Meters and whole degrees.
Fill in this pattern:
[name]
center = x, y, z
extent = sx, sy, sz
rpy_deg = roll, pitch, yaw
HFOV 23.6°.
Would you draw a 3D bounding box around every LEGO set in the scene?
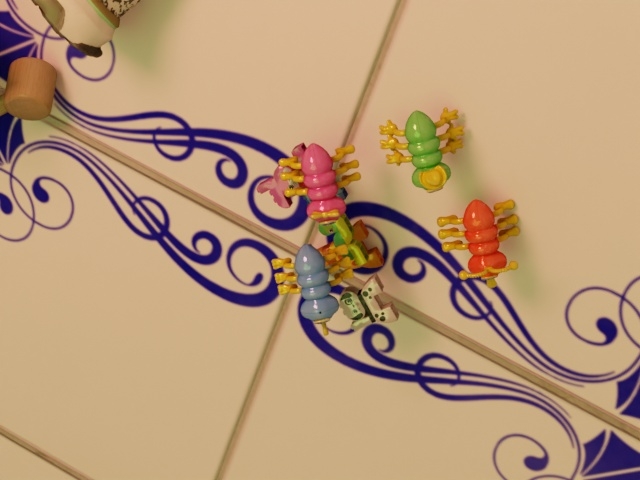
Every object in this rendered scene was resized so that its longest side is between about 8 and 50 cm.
[LEGO set]
center = 0.000, 0.000, 1.752
extent = 0.093, 0.087, 0.227
rpy_deg = -26, 102, 17

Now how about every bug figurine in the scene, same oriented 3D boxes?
[bug figurine]
center = 0.072, -0.022, 1.658
extent = 0.279, 0.072, 0.216
rpy_deg = -16, 103, 5

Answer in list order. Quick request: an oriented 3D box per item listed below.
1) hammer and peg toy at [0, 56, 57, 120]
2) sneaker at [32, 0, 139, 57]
[hammer and peg toy]
center = -0.510, -0.166, 1.792
extent = 0.361, 0.127, 0.266
rpy_deg = 18, 144, -29
[sneaker]
center = -0.304, -0.413, 1.697
extent = 0.182, 0.158, 0.410
rpy_deg = -34, 96, 2
